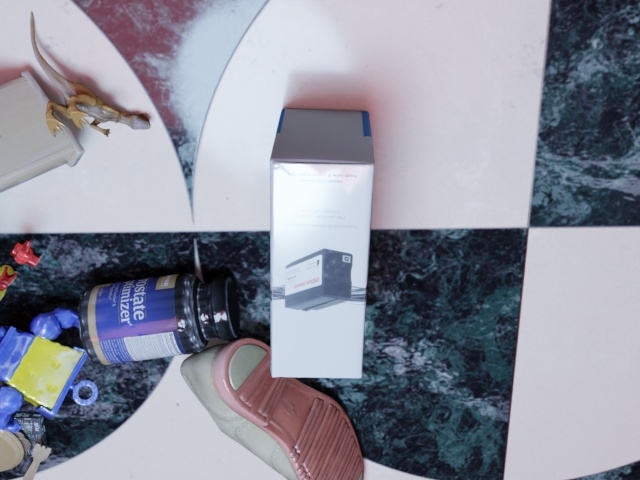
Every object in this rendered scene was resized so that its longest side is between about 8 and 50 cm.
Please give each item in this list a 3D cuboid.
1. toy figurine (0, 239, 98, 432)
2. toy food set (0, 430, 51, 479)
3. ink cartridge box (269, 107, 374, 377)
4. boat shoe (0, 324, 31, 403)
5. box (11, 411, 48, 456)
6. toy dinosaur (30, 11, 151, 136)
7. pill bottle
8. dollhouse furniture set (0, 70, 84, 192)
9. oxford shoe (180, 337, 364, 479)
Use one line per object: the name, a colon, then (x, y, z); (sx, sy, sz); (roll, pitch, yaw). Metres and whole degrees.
toy figurine: (-0.422, 0.202, 1.146); (0.217, 0.362, 0.191); (34, 153, -22)
toy food set: (-0.557, 0.339, 1.353); (0.192, 0.038, 0.132); (25, 123, -14)
ink cartridge box: (0.000, 0.000, 1.090); (0.129, 0.223, 0.307); (2, 116, 0)
boat shoe: (-0.578, 0.206, 1.251); (0.355, 0.130, 0.132); (11, 115, -4)
box: (-0.504, 0.331, 1.372); (0.067, 0.018, 0.083); (1, 116, 1)
toy dinosaur: (-0.334, -0.196, 1.084); (0.211, 0.112, 0.064); (37, 126, -21)
pill bottle: (-0.237, 0.114, 1.205); (0.219, 0.123, 0.122); (-8, 115, 4)
dollhouse furniture set: (-0.525, -0.113, 1.136); (0.286, 0.198, 0.303); (55, 139, 1)
oxford shoe: (-0.068, 0.299, 1.310); (0.147, 0.140, 0.397); (-10, 126, 42)
